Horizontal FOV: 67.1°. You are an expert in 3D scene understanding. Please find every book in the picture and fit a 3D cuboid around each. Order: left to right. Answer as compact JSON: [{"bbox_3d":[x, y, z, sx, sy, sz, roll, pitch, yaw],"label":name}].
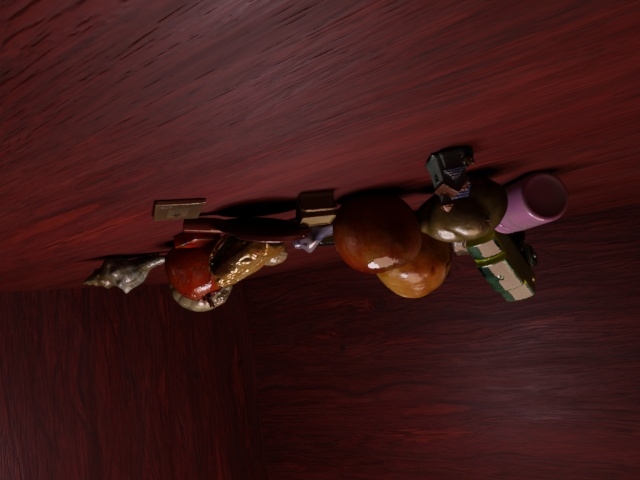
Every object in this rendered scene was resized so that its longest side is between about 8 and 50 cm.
[{"bbox_3d":[-0.420,-0.089,1.425,0.138,0.016,0.198,-5,172,-22],"label":"book"}]

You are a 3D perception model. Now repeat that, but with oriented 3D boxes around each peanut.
[{"bbox_3d":[-0.309,0.068,2.337,0.298,0.121,0.136,-4,167,-10],"label":"peanut"}]

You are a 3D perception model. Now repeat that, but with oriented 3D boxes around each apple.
[{"bbox_3d":[0.183,-0.038,1.648,0.301,0.302,0.301,-8,172,-1],"label":"apple"}]

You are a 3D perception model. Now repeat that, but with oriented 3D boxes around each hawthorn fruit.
[{"bbox_3d":[-0.509,0.146,2.042,0.275,0.308,0.276,-17,162,-5],"label":"hawthorn fruit"}]

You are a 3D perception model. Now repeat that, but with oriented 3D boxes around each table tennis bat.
[{"bbox_3d":[-0.240,-0.043,1.590,0.414,0.051,0.268,3,-166,-11],"label":"table tennis bat"}]

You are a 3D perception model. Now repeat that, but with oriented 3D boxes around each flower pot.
[{"bbox_3d":[-0.571,0.181,2.320,0.307,0.308,0.244,-6,159,-16],"label":"flower pot"}]

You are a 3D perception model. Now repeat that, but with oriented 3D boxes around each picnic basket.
[{"bbox_3d":[-0.016,-0.100,1.542,0.115,0.080,0.164,-6,172,-10],"label":"picnic basket"}]

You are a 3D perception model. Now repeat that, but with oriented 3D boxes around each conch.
[{"bbox_3d":[-0.860,0.147,2.182,0.385,0.170,0.203,-2,-164,-27],"label":"conch"}]

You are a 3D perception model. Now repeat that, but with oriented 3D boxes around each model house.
[{"bbox_3d":[0.353,-0.155,1.275,0.119,0.149,0.148,-9,175,-2],"label":"model house"}]

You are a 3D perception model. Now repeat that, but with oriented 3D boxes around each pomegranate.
[{"bbox_3d":[0.392,0.068,2.218,0.409,0.411,0.410,-8,172,-1],"label":"pomegranate"}]

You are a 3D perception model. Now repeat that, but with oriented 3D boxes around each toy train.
[{"bbox_3d":[0.778,0.065,2.062,0.179,0.273,0.442,-23,121,39],"label":"toy train"}]

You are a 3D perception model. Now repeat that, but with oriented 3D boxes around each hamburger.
[{"bbox_3d":[-0.286,0.029,1.819,0.329,0.162,0.209,-29,165,-6],"label":"hamburger"}]

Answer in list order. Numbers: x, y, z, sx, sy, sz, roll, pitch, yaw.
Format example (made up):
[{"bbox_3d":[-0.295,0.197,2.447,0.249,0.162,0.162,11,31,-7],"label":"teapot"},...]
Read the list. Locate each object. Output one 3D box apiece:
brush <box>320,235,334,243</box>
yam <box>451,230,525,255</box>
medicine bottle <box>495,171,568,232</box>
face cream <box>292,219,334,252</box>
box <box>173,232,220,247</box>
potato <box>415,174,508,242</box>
[{"bbox_3d":[0.000,0.000,2.375,0.197,0.059,0.123,-6,174,-14],"label":"brush"},{"bbox_3d":[0.791,-0.043,2.296,0.347,0.241,0.241,-9,173,25],"label":"yam"},{"bbox_3d":[0.743,-0.130,1.765,0.178,0.178,0.291,-7,172,-7],"label":"medicine bottle"},{"bbox_3d":[0.080,-0.064,1.909,0.419,0.137,0.235,-19,172,-9],"label":"face cream"},{"bbox_3d":[-0.474,-0.008,1.849,0.112,0.048,0.175,-1,170,-40],"label":"box"},{"bbox_3d":[0.457,-0.099,1.621,0.202,0.218,0.351,37,156,-20],"label":"potato"}]
